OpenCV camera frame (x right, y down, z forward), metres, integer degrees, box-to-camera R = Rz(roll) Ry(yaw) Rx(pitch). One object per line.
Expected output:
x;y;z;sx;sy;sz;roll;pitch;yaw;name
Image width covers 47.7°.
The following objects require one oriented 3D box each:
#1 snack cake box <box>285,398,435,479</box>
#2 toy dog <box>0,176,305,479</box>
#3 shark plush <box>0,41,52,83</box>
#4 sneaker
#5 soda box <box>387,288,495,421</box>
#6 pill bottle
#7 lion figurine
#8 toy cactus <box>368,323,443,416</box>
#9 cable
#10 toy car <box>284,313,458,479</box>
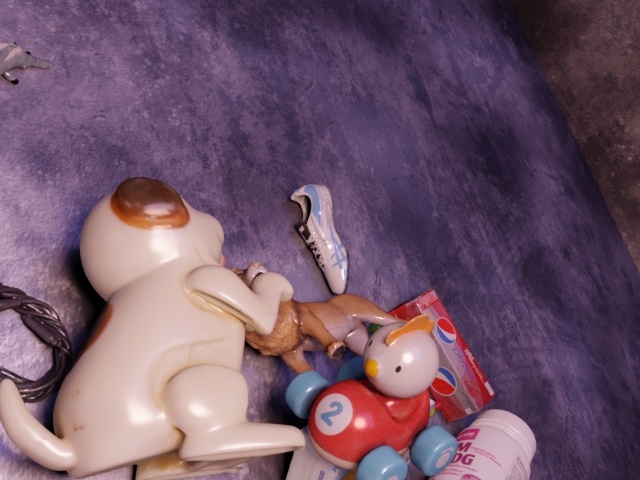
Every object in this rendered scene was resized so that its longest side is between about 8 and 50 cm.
0.066;0.350;1.217;0.089;0.152;0.264;32;31;32;snack cake box
-0.236;0.120;1.027;0.395;0.284;0.408;2;65;-21;toy dog
-0.517;-0.285;1.186;0.161;0.073;0.067;-30;107;-69;shark plush
0.000;0.000;1.460;0.086;0.085;0.237;-11;75;-19;sneaker
0.252;0.240;1.522;0.083;0.092;0.263;-24;83;-48;soda box
0.303;0.457;1.379;0.160;0.160;0.283;55;40;-1;pill bottle
0.005;0.150;1.304;0.392;0.142;0.240;13;21;-47;lion figurine
0.146;0.267;1.412;0.180;0.112;0.219;-30;95;-39;toy cactus
-0.421;0.138;0.993;0.184;0.047;0.150;34;37;-28;cable
0.094;0.205;1.071;0.210;0.238;0.219;-8;33;-39;toy car
